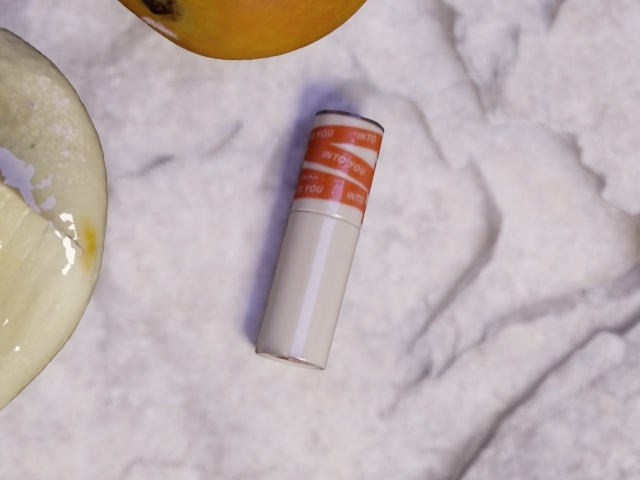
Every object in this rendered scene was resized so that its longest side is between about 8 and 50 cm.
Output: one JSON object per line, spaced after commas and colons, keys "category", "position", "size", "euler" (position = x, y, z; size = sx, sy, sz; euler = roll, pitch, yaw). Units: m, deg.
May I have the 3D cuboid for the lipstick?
{"category": "lipstick", "position": [0.000, 0.000, 0.838], "size": [0.038, 0.038, 0.130], "euler": [17, 79, -13]}

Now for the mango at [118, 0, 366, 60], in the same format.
{"category": "mango", "position": [-0.056, -0.213, 0.799], "size": [0.176, 0.139, 0.254], "euler": [-9, 78, -29]}

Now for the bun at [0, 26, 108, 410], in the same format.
{"category": "bun", "position": [-0.210, -0.015, 0.733], "size": [0.229, 0.145, 0.229], "euler": [-7, 119, -12]}
